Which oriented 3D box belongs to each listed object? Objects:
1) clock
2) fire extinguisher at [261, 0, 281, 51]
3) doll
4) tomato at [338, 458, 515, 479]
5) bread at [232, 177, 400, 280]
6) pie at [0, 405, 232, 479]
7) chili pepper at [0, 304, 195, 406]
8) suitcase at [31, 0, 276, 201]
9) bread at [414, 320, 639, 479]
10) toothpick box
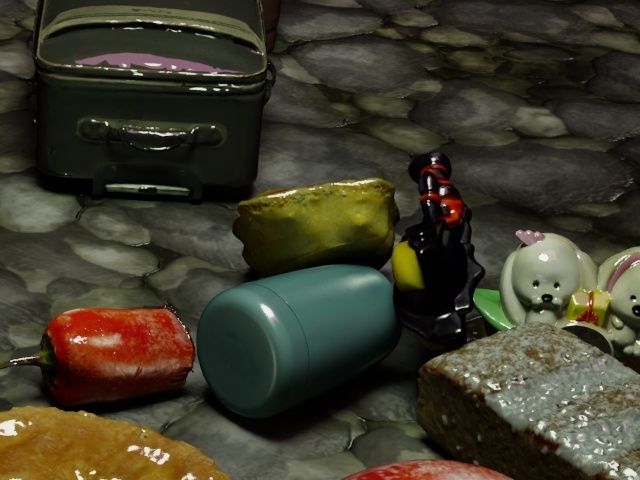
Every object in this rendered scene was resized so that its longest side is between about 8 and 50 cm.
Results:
[{"bbox_3d":[0.257,0.062,1.732,0.231,0.144,0.103,7,30,1],"label":"clock"},{"bbox_3d":[-0.088,-0.418,2.358,0.114,0.337,0.135,18,29,17],"label":"fire extinguisher"},{"bbox_3d":[0.109,0.020,1.696,0.127,0.088,0.249,38,30,-25],"label":"doll"},{"bbox_3d":[0.066,0.279,1.185,0.270,0.227,0.270,10,53,-14],"label":"tomato"},{"bbox_3d":[0.000,0.000,1.764,0.160,0.233,0.088,-16,72,-2],"label":"bread"},{"bbox_3d":[-0.191,0.232,1.309,0.339,0.083,0.339,6,28,-3],"label":"pie"},{"bbox_3d":[-0.213,0.104,1.621,0.192,0.084,0.086,-5,13,-30],"label":"chili pepper"},{"bbox_3d":[-0.192,-0.214,2.110,0.283,0.194,0.434,3,29,-6],"label":"suitcase"},{"bbox_3d":[0.271,0.200,1.510,0.165,0.113,0.416,-14,33,-37],"label":"bread"},{"bbox_3d":[-0.013,0.085,1.661,0.120,0.120,0.184,28,29,35],"label":"toothpick box"}]
